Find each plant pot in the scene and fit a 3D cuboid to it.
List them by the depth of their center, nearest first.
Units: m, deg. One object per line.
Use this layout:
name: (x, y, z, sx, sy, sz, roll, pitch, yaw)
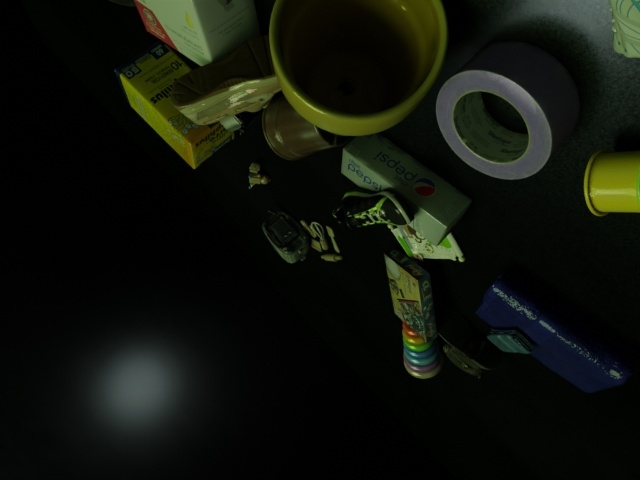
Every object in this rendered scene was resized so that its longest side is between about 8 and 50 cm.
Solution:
plant pot: (0.051, -0.283, 0.750, 0.254, 0.254, 0.239, 46, 177, 0)
plant pot: (-0.018, -0.271, 1.037, 0.165, 0.167, 0.167, 6, 137, 51)

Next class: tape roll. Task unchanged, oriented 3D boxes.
tape roll: (0.274, -0.189, 0.686, 0.189, 0.080, 0.189, 39, 161, 17)

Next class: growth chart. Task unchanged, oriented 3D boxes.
growth chart: (0.264, -0.006, 1.176, 0.172, 0.021, 0.237, 51, 160, -12)

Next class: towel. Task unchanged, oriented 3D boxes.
towel: (0.507, 0.204, 1.024, 0.308, 0.076, 0.227, 38, 167, 21)
towel: (0.444, 0.234, 1.072, 0.067, 0.029, 0.119, 43, 166, 3)

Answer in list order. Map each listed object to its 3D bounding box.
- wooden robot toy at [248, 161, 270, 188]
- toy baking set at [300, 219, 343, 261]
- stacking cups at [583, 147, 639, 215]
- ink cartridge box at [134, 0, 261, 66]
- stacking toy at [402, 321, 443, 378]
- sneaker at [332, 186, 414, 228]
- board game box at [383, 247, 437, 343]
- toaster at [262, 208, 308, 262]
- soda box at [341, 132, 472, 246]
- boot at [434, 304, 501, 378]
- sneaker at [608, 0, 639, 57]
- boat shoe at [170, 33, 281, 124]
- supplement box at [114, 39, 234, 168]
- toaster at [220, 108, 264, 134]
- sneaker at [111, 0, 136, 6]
wooden robot toy: (-0.221, -0.242, 1.692, 0.079, 0.076, 0.173, 11, 161, -6)
toy baking set: (0.003, 0.005, 1.735, 0.197, 0.030, 0.256, 53, 160, -20)
stacking cups: (0.477, -0.072, 0.508, 0.316, 0.096, 0.096, 5, 136, 55)
ink cartridge box: (-0.299, -0.591, 0.951, 0.279, 0.160, 0.384, 38, 160, 22)
stacking toy: (0.334, 0.329, 1.559, 0.141, 0.141, 0.330, 29, 151, 41)
sneaker: (0.107, -0.053, 1.005, 0.084, 0.097, 0.235, 52, 163, -25)
board game box: (0.261, 0.159, 1.328, 0.165, 0.042, 0.243, 44, 155, 52)
toaster: (-0.141, -0.013, 1.846, 0.227, 0.129, 0.146, 46, 167, 21)
soda box: (0.179, -0.120, 1.008, 0.286, 0.091, 0.098, 40, 161, 17)
boot: (0.420, 0.326, 1.422, 0.263, 0.091, 0.229, 45, 166, 14)
sneaker: (0.330, -0.241, 0.482, 0.190, 0.071, 0.083, 48, 167, -4)
boat shoe: (-0.158, -0.350, 1.013, 0.110, 0.341, 0.121, 46, -146, -62)
supplement box: (-0.486, -0.459, 1.570, 0.356, 0.194, 0.195, 44, 161, 3)
toaster: (-0.206, -0.379, 1.156, 0.168, 0.185, 0.110, 53, 156, -21)
sneaker: (-0.594, -0.758, 1.206, 0.295, 0.178, 0.124, 19, 164, -11)
